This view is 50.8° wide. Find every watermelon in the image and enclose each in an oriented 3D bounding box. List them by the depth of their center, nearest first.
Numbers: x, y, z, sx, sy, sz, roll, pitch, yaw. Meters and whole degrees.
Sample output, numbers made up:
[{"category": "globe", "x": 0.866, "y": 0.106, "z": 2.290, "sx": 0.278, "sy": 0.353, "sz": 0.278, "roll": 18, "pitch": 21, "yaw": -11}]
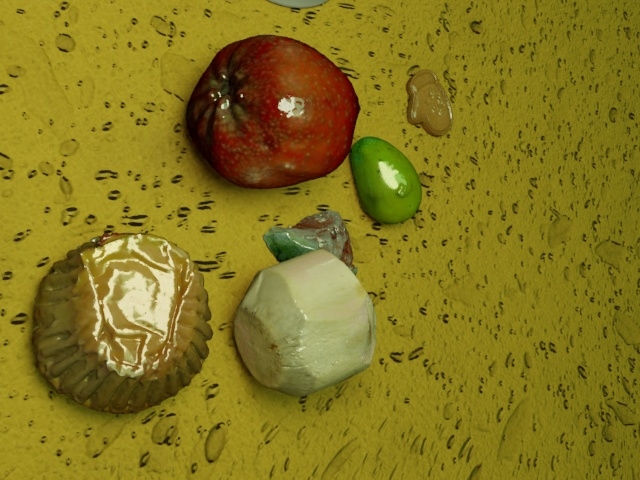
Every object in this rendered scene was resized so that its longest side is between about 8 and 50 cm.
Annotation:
[{"category": "watermelon", "x": 0.000, "y": 0.000, "z": 1.202, "sx": 0.187, "sy": 0.071, "sz": 0.139, "roll": 32, "pitch": 66, "yaw": -26}]

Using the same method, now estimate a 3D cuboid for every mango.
[{"category": "mango", "x": 0.123, "y": -0.116, "z": 1.270, "sx": 0.119, "sy": 0.100, "sz": 0.178, "roll": -33, "pitch": 96, "yaw": -28}]

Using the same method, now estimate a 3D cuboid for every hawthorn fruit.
[{"category": "hawthorn fruit", "x": -0.052, "y": -0.186, "z": 1.091, "sx": 0.300, "sy": 0.254, "sz": 0.254, "roll": 25, "pitch": 72, "yaw": -45}]

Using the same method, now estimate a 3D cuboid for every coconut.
[{"category": "coconut", "x": -0.013, "y": 0.132, "z": 1.096, "sx": 0.241, "sy": 0.241, "sz": 0.241, "roll": 3, "pitch": 84, "yaw": -32}]

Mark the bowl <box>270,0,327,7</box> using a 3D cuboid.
[{"category": "bowl", "x": -0.032, "y": -0.602, "z": 1.177, "sx": 0.345, "sy": 0.157, "sz": 0.346, "roll": 3, "pitch": 85, "yaw": -32}]

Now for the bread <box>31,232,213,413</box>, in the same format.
[{"category": "bread", "x": -0.274, "y": 0.115, "z": 0.971, "sx": 0.274, "sy": 0.149, "sz": 0.274, "roll": 5, "pitch": 79, "yaw": -27}]

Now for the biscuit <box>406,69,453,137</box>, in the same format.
[{"category": "biscuit", "x": 0.222, "y": -0.277, "z": 1.390, "sx": 0.118, "sy": 0.023, "sz": 0.140, "roll": -42, "pitch": 108, "yaw": -29}]
